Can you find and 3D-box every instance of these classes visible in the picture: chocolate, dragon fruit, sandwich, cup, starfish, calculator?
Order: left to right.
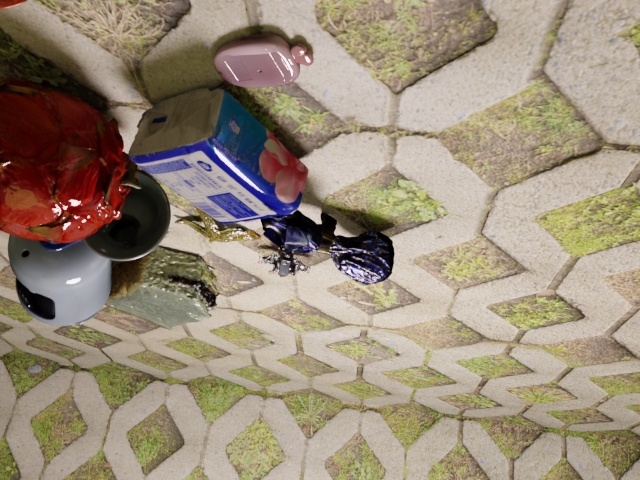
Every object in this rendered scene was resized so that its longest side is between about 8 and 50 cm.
[{"bbox_3d":[-0.492,-0.137,1.141,0.343,0.277,0.277,16,154,-34],"label":"dragon fruit"},{"bbox_3d":[-0.423,-0.044,1.431,0.199,0.199,0.150,11,170,-3],"label":"cup"},{"bbox_3d":[-0.431,0.137,1.801,0.262,0.131,0.325,31,145,-33],"label":"sandwich"},{"bbox_3d":[-0.245,-0.021,1.543,0.208,0.053,0.176,20,161,-8],"label":"starfish"},{"bbox_3d":[-0.091,-0.280,1.014,0.166,0.024,0.103,-3,150,23],"label":"calculator"},{"bbox_3d":[-0.001,-0.002,1.382,0.343,0.148,0.126,20,143,-33],"label":"chocolate"}]

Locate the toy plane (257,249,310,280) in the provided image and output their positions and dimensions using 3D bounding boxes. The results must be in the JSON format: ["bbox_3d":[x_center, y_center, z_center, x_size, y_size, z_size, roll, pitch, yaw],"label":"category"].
[{"bbox_3d":[-0.084,0.045,1.591,0.135,0.062,0.188,13,153,-5],"label":"toy plane"}]

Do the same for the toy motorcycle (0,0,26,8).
[{"bbox_3d":[-0.573,-0.386,0.887,0.298,0.089,0.171,4,154,7],"label":"toy motorcycle"}]

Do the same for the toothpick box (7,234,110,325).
[{"bbox_3d":[-0.625,0.043,1.590,0.263,0.263,0.354,15,151,-12],"label":"toothpick box"}]

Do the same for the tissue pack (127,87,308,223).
[{"bbox_3d":[-0.181,-0.148,1.184,0.209,0.137,0.270,-9,151,31],"label":"tissue pack"}]
